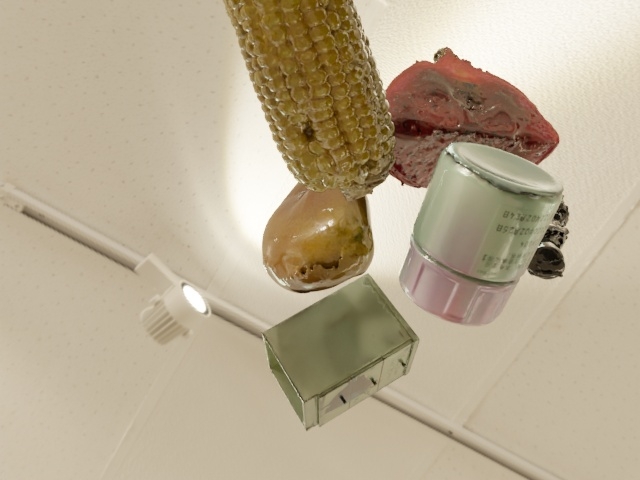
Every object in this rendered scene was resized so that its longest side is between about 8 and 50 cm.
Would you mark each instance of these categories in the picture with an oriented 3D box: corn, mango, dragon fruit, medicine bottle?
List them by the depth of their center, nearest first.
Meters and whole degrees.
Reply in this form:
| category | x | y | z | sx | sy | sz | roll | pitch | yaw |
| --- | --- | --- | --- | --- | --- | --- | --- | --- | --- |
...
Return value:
| category | x | y | z | sx | sy | sz | roll | pitch | yaw |
| --- | --- | --- | --- | --- | --- | --- | --- | --- | --- |
| corn | -0.011 | -0.140 | 0.424 | 0.097 | 0.097 | 0.262 | -19 | -60 | 7 |
| medicine bottle | 0.167 | -0.007 | 0.630 | 0.135 | 0.135 | 0.169 | 15 | -63 | -4 |
| mango | 0.000 | 0.000 | 0.788 | 0.136 | 0.236 | 0.166 | 44 | -101 | -14 |
| dragon fruit | 0.192 | -0.181 | 0.860 | 0.261 | 0.212 | 0.134 | 9 | -30 | -7 |

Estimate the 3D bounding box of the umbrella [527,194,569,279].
| category | x | y | z | sx | sy | sz | roll | pitch | yaw |
| --- | --- | --- | --- | --- | --- | --- | --- | --- | --- |
| umbrella | 0.345 | -0.034 | 0.988 | 0.154 | 0.336 | 0.128 | 22 | -69 | 15 |

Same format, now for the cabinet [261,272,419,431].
| category | x | y | z | sx | sy | sz | roll | pitch | yaw |
| --- | --- | --- | --- | --- | --- | --- | --- | --- | --- |
| cabinet | 0.031 | 0.188 | 0.957 | 0.206 | 0.150 | 0.145 | -27 | -30 | -17 |
